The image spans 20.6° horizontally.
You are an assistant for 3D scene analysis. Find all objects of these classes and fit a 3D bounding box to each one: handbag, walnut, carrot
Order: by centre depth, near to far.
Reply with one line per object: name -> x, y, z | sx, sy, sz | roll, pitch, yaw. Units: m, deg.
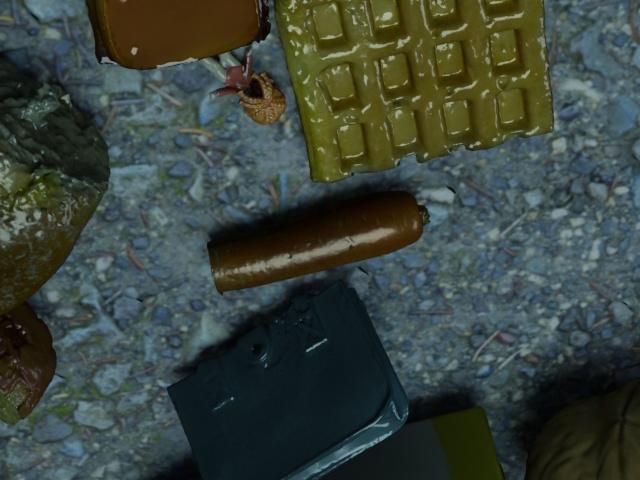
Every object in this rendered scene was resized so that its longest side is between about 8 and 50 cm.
carrot -> 0.000, 0.000, 1.754 | 0.225, 0.067, 0.067 | -16, 127, 3
handbag -> -0.037, 0.159, 1.803 | 0.229, 0.179, 0.062 | -31, 157, 15
walnut -> 0.373, 0.287, 1.915 | 0.252, 0.277, 0.313 | -51, 133, -17

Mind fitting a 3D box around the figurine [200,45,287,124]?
figurine -> -0.076, -0.150, 1.646 | 0.064, 0.047, 0.109 | -49, 116, -4

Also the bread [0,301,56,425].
bread -> -0.339, 0.105, 1.728 | 0.156, 0.125, 0.086 | 21, 152, -23

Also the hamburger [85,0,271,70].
hamburger -> -0.127, -0.225, 1.552 | 0.166, 0.087, 0.137 | -8, 126, -7

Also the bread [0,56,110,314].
bread -> -0.314, -0.044, 1.592 | 0.195, 0.176, 0.246 | 35, 113, -32

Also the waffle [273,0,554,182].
waffle -> 0.090, -0.175, 1.653 | 0.248, 0.055, 0.221 | -12, 127, -1

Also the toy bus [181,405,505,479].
toy bus -> 0.003, 0.357, 1.911 | 0.440, 0.209, 0.249 | -14, 129, 5
